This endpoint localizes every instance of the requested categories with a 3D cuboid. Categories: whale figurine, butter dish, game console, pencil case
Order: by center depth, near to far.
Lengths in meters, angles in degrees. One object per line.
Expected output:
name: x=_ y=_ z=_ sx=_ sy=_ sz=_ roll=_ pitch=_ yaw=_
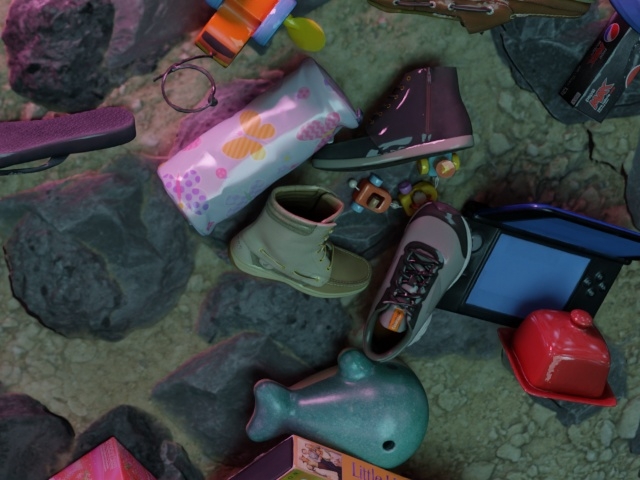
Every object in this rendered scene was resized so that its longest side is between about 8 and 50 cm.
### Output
pencil case: x=-0.081 y=-0.123 z=1.881 sx=0.273 sy=0.124 sz=0.113 roll=-35 pitch=79 yaw=2
game console: x=0.342 y=0.052 z=2.082 sx=0.293 sy=0.173 sz=0.250 roll=15 pitch=112 yaw=-24
butter dish: x=0.361 y=0.153 z=2.106 sx=0.160 sy=0.160 sz=0.118 roll=10 pitch=123 yaw=-18
whale figurine: x=0.032 y=0.263 z=2.116 sx=0.272 sy=0.141 sz=0.216 roll=3 pitch=118 yaw=-21

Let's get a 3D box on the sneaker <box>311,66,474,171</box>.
sneaker: x=0.090 y=-0.162 z=1.947 sx=0.222 sy=0.083 sz=0.118 roll=-11 pitch=87 yaw=8

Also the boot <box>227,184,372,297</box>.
boot: x=0.000 y=0.000 z=1.960 sx=0.213 sy=0.077 sz=0.165 roll=15 pitch=143 yaw=-21

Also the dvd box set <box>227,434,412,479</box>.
dvd box set: x=0.037 y=0.446 z=2.198 sx=0.420 sy=0.062 sz=0.307 roll=25 pitch=135 yaw=-28

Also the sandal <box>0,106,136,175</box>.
sandal: x=-0.355 y=-0.112 z=1.804 sx=0.254 sy=0.097 sz=0.054 roll=-9 pitch=121 yaw=-14

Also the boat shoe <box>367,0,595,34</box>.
boat shoe: x=0.206 y=-0.326 z=1.873 sx=0.307 sy=0.111 sz=0.104 roll=11 pitch=118 yaw=-13

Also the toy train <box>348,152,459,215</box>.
toy train: x=0.124 y=-0.087 z=2.007 sx=0.125 sy=0.046 sz=0.166 roll=31 pitch=106 yaw=-30

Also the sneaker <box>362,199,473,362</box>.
sneaker: x=0.134 y=0.065 z=2.022 sx=0.100 sy=0.108 sz=0.271 roll=27 pitch=123 yaw=8

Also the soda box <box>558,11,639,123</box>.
soda box: x=0.409 y=-0.251 z=2.004 sx=0.060 sy=0.053 sz=0.169 roll=24 pitch=109 yaw=-28

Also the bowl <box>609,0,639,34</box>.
bowl: x=0.542 y=-0.436 z=1.897 sx=0.391 sy=0.077 sz=0.391 roll=-8 pitch=113 yaw=-19

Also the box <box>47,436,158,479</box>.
box: x=-0.284 y=0.441 z=2.019 sx=0.142 sy=0.300 sz=0.154 roll=-35 pitch=122 yaw=5

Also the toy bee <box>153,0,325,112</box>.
toy bee: x=-0.107 y=-0.286 z=1.780 sx=0.298 sy=0.162 sz=0.195 roll=-32 pitch=93 yaw=-13
